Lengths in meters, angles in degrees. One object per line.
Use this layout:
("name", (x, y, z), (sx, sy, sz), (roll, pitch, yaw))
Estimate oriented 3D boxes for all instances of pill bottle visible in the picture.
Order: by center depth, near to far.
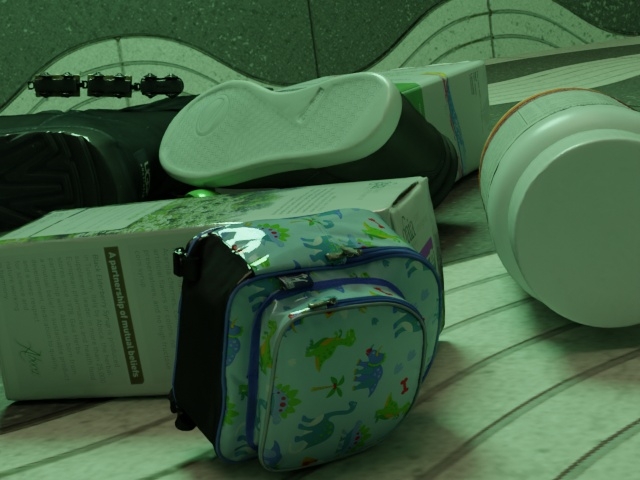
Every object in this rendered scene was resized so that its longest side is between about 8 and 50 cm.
("pill bottle", (0.158, -0.025, 0.720), (0.121, 0.121, 0.221), (-6, 11, 6))

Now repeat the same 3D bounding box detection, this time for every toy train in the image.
("toy train", (-0.219, -0.159, 1.237), (0.158, 0.027, 0.036), (0, 8, -2))

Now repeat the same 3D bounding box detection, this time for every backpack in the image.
("backpack", (0.001, 0.044, 0.535), (0.114, 0.105, 0.084), (-13, 35, -31))

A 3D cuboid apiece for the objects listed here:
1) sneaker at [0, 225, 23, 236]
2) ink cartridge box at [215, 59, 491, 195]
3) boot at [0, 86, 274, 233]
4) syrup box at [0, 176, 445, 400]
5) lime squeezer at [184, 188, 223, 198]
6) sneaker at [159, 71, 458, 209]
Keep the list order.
("sneaker", (-0.265, 0.019, 0.970), (0.089, 0.051, 0.170), (-17, 10, -21))
("ink cartridge box", (0.041, -0.107, 1.235), (0.201, 0.117, 0.278), (-2, 12, 25))
("boot", (-0.273, -0.094, 1.285), (0.367, 0.146, 0.445), (6, 17, 16))
("syrup box", (-0.056, 0.027, 0.667), (0.237, 0.096, 0.093), (-4, 13, 17))
("lime squeezer", (-0.127, -0.004, 0.984), (0.110, 0.059, 0.310), (-6, 12, 5))
("sneaker", (-0.011, -0.066, 1.045), (0.296, 0.104, 0.147), (0, -25, 45))
